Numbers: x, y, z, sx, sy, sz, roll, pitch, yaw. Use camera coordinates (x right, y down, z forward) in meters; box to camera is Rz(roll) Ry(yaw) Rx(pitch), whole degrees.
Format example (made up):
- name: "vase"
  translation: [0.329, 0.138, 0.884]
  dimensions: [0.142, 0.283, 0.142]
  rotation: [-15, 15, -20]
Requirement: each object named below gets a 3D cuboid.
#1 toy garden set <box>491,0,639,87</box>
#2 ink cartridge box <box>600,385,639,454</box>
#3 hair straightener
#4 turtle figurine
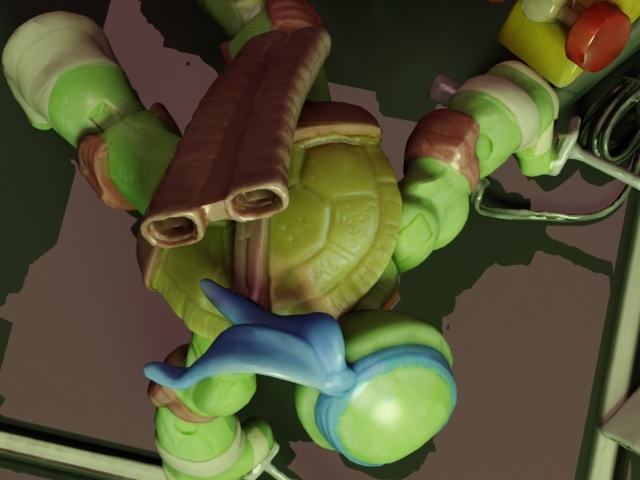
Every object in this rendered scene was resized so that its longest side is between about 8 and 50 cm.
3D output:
- name: "toy garden set"
  translation: [0.116, -0.186, 0.630]
  dimensions: [0.244, 0.049, 0.204]
  rotation: [-41, 57, -9]
- name: "ink cartridge box"
  translation: [0.278, 0.017, 0.518]
  dimensions: [0.296, 0.261, 0.066]
  rotation: [-46, 107, -7]
- name: "hair straightener"
  translation: [0.153, -0.089, 0.626]
  dimensions: [0.089, 0.047, 0.230]
  rotation: [42, 83, 11]
- name: "turtle figurine"
  translation: [0.000, 0.000, 0.578]
  dimensions: [0.266, 0.275, 0.198]
  rotation: [56, 129, 34]
